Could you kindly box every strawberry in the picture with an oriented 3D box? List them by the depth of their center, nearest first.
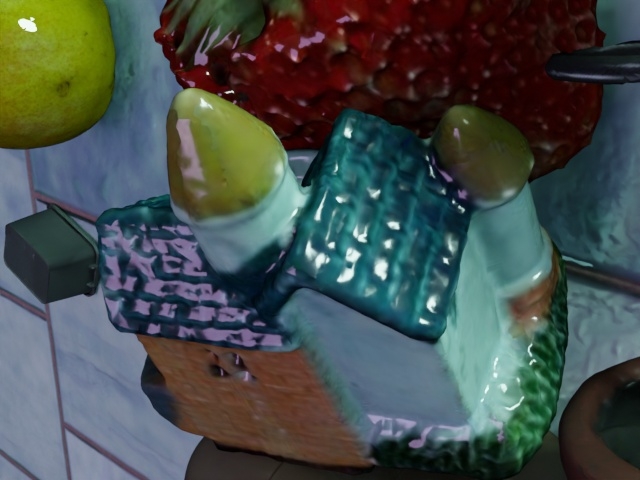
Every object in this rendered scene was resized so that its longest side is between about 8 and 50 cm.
[{"bbox_3d":[0.037,-0.157,0.595,0.261,0.258,0.261,-18,67,50],"label":"strawberry"}]

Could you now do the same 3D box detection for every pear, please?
[{"bbox_3d":[-0.310,-0.188,0.930,0.200,0.200,0.199,20,119,39],"label":"pear"}]

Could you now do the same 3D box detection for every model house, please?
[{"bbox_3d":[0.000,0.000,0.508,0.253,0.184,0.291,6,150,23],"label":"model house"}]

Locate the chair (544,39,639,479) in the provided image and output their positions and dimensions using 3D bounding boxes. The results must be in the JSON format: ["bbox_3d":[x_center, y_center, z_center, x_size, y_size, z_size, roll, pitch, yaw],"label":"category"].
[{"bbox_3d":[0.220,-0.008,0.442,0.227,0.227,0.400,7,112,43],"label":"chair"}]

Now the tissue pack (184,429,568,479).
[{"bbox_3d":[0.024,0.283,0.725,0.277,0.267,0.387,22,122,34],"label":"tissue pack"}]

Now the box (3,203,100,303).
[{"bbox_3d":[-0.332,0.019,1.122,0.122,0.069,0.084,37,127,29],"label":"box"}]
